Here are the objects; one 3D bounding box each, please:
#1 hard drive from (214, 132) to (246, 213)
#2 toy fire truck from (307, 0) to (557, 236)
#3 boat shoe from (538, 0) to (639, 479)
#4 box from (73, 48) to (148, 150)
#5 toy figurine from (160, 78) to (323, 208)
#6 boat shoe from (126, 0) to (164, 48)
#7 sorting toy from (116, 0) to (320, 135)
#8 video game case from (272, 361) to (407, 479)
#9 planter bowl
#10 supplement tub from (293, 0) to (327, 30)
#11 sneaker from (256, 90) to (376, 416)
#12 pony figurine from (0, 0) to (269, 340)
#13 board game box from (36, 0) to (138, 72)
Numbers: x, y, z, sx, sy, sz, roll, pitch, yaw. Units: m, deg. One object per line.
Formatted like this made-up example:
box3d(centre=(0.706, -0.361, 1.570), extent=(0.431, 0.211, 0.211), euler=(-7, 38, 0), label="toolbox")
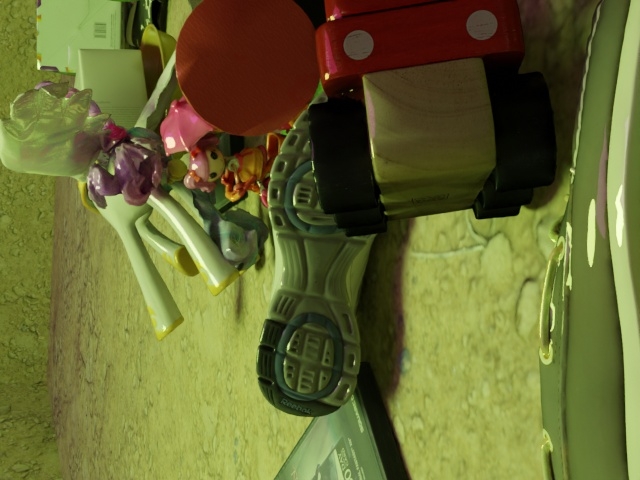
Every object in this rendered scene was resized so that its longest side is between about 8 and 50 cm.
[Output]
box3d(centre=(-0.133, -0.089, 1.163), extent=(0.135, 0.022, 0.094), euler=(156, 111, -65), label="hard drive")
box3d(centre=(0.071, -0.139, 0.502), extent=(0.217, 0.158, 0.247), euler=(33, -131, -82), label="toy fire truck")
box3d(centre=(0.151, 0.020, 0.404), extent=(0.091, 0.109, 0.305), euler=(5, 99, 62), label="boat shoe")
box3d(centre=(-0.305, -0.174, 1.248), extent=(0.130, 0.090, 0.171), euler=(132, 131, -62), label="box")
box3d(centre=(-0.087, -0.095, 0.885), extent=(0.130, 0.159, 0.173), euler=(-140, 53, -60), label="toy figurine")
box3d(centre=(-0.283, -0.429, 1.481), extent=(0.064, 0.075, 0.206), euler=(25, 115, 17), label="boat shoe")
box3d(centre=(-0.147, -0.245, 0.731), extent=(0.127, 0.365, 0.126), euler=(-43, 11, 2), label="sorting toy")
box3d(centre=(0.017, 0.271, 0.824), extent=(0.274, 0.026, 0.196), euler=(118, 144, -46), label="video game case")
box3d(centre=(-0.201, -0.200, 1.229), extent=(0.217, 0.090, 0.217), euler=(177, 90, -69), label="planter bowl")
box3d(centre=(-0.041, -0.224, 0.846), extent=(0.198, 0.106, 0.106), euler=(-177, 87, -67), label="supplement tub")
box3d(centre=(0.000, 0.000, 0.761), extent=(0.129, 0.110, 0.297), euler=(-92, 15, -79), label="sneaker")
box3d(centre=(-0.222, -0.088, 1.010), extent=(0.363, 0.303, 0.351), euler=(51, 143, -2), label="pony figurine")
box3d(centre=(-0.421, -0.375, 1.574), extent=(0.275, 0.141, 0.145), euler=(-122, 35, -80), label="board game box")
